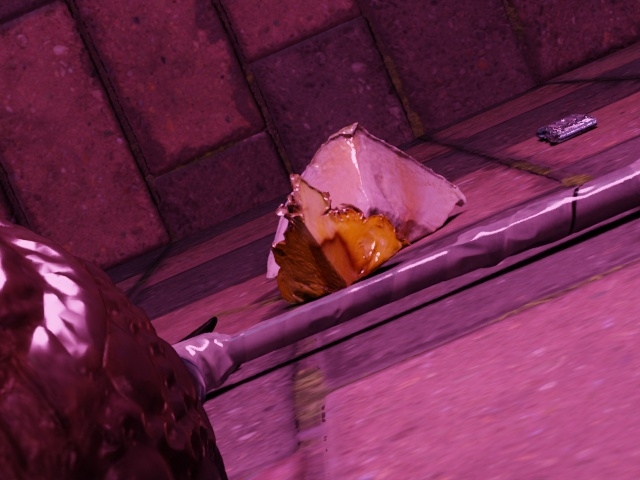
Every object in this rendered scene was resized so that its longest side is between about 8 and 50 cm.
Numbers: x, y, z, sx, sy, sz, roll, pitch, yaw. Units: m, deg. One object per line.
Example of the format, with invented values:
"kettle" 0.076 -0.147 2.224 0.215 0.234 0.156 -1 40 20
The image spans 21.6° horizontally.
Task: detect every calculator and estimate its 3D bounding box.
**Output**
"calculator" 0.273 -0.126 1.876 0.057 0.018 0.172 -21 4 4

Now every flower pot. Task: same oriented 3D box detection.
"flower pot" -0.210 0.047 0.752 0.267 0.267 0.266 -23 6 2

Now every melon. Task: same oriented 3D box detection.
"melon" 0.043 -0.037 1.468 0.202 0.139 0.093 -23 26 -26

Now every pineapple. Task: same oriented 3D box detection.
"pineapple" 0.000 0.000 1.346 0.114 0.114 0.077 -26 22 19

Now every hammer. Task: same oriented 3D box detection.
"hammer" 0.082 0.017 1.077 0.427 0.044 0.152 -22 4 5
